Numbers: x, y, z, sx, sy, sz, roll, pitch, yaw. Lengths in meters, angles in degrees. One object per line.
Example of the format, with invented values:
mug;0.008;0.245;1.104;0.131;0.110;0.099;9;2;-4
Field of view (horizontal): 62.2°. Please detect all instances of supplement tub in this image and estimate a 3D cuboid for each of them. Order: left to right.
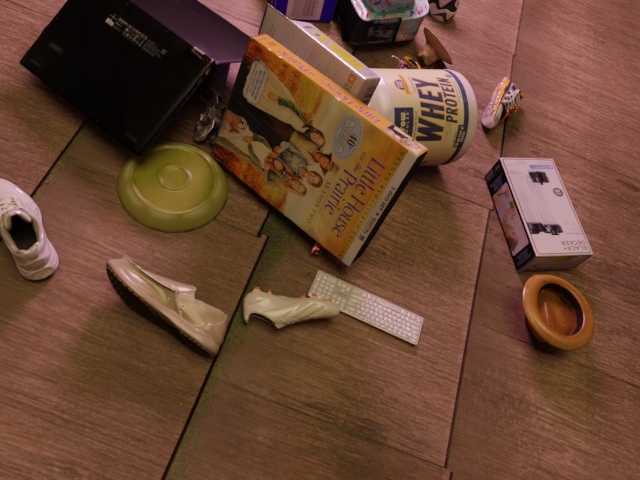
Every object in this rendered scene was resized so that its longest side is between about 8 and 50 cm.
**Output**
supplement tub;0.181;-0.293;1.282;0.325;0.235;0.235;-7;63;-21

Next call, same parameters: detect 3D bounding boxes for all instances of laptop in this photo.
laptop;-0.389;-0.431;1.263;0.382;0.236;0.407;37;88;12

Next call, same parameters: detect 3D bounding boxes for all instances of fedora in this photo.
fedora;0.527;0.171;1.214;0.195;0.079;0.194;9;53;-12

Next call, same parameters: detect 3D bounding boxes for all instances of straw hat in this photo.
straw hat;0.323;-0.552;1.568;0.061;0.144;0.144;-38;72;12

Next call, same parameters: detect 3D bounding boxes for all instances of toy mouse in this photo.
toy mouse;0.265;-0.469;1.511;0.161;0.031;0.143;13;47;-37

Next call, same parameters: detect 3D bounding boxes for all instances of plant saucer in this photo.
plant saucer;-0.324;-0.130;1.175;0.241;0.037;0.240;7;61;-12

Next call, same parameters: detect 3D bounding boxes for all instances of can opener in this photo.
can opener;-0.252;-0.349;1.312;0.095;0.076;0.283;30;51;-36

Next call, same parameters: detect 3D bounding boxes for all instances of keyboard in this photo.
keyboard;0.100;0.145;1.150;0.256;0.014;0.072;25;58;-1

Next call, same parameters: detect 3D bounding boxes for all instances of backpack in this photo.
backpack;0.187;-0.696;1.555;0.254;0.191;0.225;-9;63;-25

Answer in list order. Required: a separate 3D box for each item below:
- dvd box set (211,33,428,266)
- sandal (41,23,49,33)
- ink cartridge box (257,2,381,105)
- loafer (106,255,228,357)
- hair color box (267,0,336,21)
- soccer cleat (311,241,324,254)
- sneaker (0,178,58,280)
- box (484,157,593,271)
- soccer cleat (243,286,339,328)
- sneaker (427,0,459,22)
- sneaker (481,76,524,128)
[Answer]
dvd box set;-0.025;-0.182;1.112;0.420;0.307;0.062;40;38;13
sandal;-0.621;-0.439;1.271;0.067;0.040;0.179;-13;80;-16
ink cartridge box;-0.048;-0.310;1.185;0.072;0.303;0.307;-18;57;-42
loafer;-0.288;0.115;1.016;0.269;0.102;0.092;39;57;-3
hair color box;-0.076;-0.812;1.586;0.185;0.110;0.338;-5;61;-17
soccer cleat;0.000;0.000;1.197;0.036;0.029;0.083;34;55;15
sneaker;-0.575;-0.042;1.009;0.090;0.115;0.232;-31;73;-28
box;0.549;-0.069;1.349;0.169;0.087;0.289;0;62;-15
soccer cleat;-0.060;0.147;1.078;0.196;0.068;0.076;8;64;-3
sneaker;0.345;-0.811;1.672;0.235;0.153;0.094;37;57;6
sneaker;0.531;-0.390;1.531;0.083;0.084;0.214;34;57;-1
